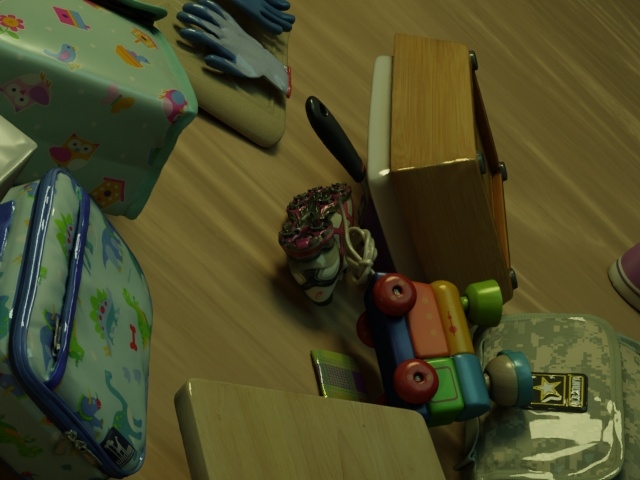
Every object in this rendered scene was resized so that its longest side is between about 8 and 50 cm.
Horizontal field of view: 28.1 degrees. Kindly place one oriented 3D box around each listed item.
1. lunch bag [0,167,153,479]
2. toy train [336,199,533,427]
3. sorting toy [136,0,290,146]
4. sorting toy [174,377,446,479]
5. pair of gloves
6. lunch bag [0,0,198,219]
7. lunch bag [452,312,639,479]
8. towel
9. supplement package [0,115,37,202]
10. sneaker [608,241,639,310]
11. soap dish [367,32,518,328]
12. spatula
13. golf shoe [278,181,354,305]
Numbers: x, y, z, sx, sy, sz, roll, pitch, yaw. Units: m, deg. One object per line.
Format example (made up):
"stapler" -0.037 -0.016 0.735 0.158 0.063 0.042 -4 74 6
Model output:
"lunch bag" -0.198 0.066 0.956 0.219 0.090 0.176 -91 158 -47
"toy train" 0.111 0.060 1.245 0.143 0.105 0.248 -6 65 -13
"sorting toy" -0.163 -0.252 1.435 0.307 0.041 0.229 32 40 -26
"sorting toy" 0.001 0.255 1.023 0.255 0.089 0.257 14 44 -38
"pair of gloves" -0.093 -0.252 1.457 0.159 0.023 0.198 29 42 -32
"lunch bag" -0.252 -0.166 1.153 0.223 0.160 0.262 18 30 -29
"lunch bag" 0.274 0.212 1.299 0.287 0.169 0.235 27 40 -12
"towel" 0.021 0.144 1.238 0.060 0.009 0.083 16 42 -35
"supplement package" -0.334 -0.026 0.828 0.194 0.203 0.149 39 35 -5
"sneaker" 0.549 0.076 1.745 0.282 0.161 0.102 32 34 -21
"soap dish" 0.135 -0.069 1.406 0.291 0.118 0.229 -85 158 -53
"spatula" 0.039 -0.055 1.317 0.296 0.030 0.084 61 23 -53
"golf shoe" 0.000 0.000 1.337 0.186 0.067 0.086 -66 144 -63
